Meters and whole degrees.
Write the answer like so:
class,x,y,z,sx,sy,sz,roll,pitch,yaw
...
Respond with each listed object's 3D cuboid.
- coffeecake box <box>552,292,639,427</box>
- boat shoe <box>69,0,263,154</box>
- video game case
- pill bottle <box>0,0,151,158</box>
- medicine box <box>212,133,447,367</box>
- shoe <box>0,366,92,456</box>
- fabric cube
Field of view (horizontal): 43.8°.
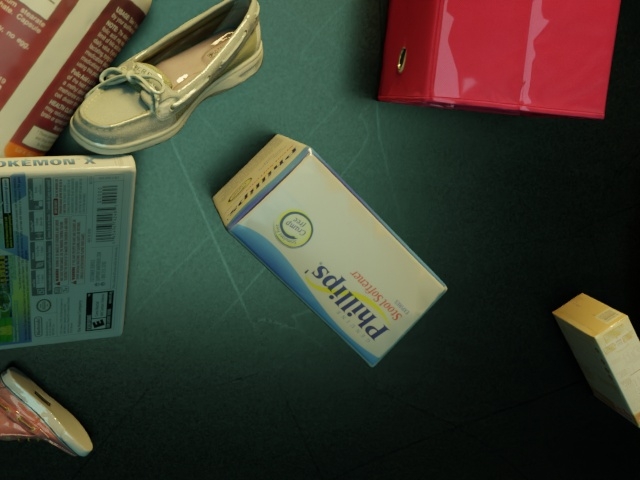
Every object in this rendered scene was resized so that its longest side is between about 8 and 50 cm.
class,x,y,z,sx,sy,sz,roll,pitch,yaw
coffeecake box,0.482,0.197,1.327,0.068,0.142,0.185,-31,106,-4
boat shoe,-0.198,-0.225,1.056,0.118,0.103,0.320,37,56,23
video game case,-0.406,0.027,1.051,0.300,0.036,0.329,-4,136,-23
pill bottle,-0.360,-0.296,1.015,0.224,0.224,0.392,36,91,-16
medicine box,0.000,0.000,1.112,0.149,0.289,0.263,-46,106,-1
shoe,-0.431,0.277,1.195,0.081,0.063,0.178,-43,100,0
fabric cube,0.243,-0.311,1.124,0.259,0.254,0.258,3,100,-12
